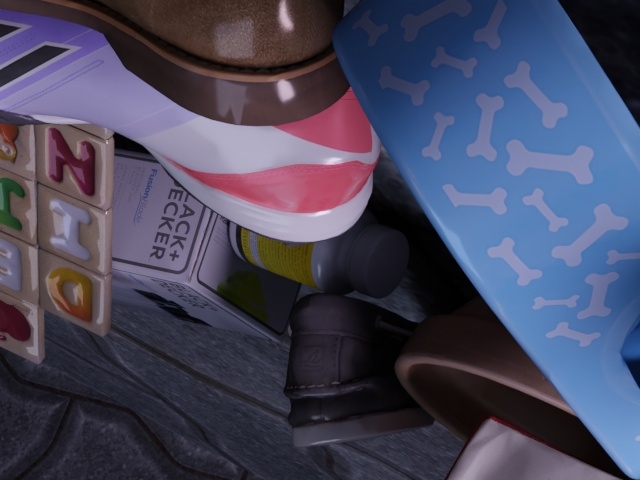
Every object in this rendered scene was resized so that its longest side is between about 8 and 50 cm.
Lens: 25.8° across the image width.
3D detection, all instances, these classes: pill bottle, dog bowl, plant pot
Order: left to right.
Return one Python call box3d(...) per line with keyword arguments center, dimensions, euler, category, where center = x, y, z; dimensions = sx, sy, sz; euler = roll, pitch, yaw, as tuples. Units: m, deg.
box3d(center=(0.000, 0.000, 0.947), dimensions=(0.116, 0.065, 0.065), euler=(20, 162, 36), category="pill bottle")
box3d(center=(0.100, -0.005, 0.556), dimensions=(0.297, 0.074, 0.166), euler=(46, -165, -48), category="dog bowl")
box3d(center=(0.170, 0.085, 0.806), dimensions=(0.237, 0.110, 0.237), euler=(28, 166, 8), category="plant pot")

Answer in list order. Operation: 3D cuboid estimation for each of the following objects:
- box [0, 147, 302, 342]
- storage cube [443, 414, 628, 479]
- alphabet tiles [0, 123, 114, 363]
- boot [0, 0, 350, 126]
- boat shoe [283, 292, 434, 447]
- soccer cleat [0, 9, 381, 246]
box3d(center=(-0.172, -0.010, 1.070), dimensions=(0.290, 0.087, 0.169), euler=(11, 166, 24), category="box")
box3d(center=(0.141, 0.240, 0.765), dimensions=(0.184, 0.215, 0.193), euler=(22, 157, 31), category="storage cube")
box3d(center=(-0.264, -0.071, 0.961), dimensions=(0.285, 0.011, 0.342), euler=(22, 131, 17), category="alphabet tiles")
box3d(center=(-0.107, -0.160, 0.631), dimensions=(0.305, 0.112, 0.115), euler=(26, 135, 33), category="boot")
box3d(center=(0.065, 0.084, 1.002), dimensions=(0.112, 0.095, 0.335), euler=(-9, 175, 20), category="boat shoe")
box3d(center=(-0.112, -0.109, 0.754), dimensions=(0.318, 0.108, 0.116), euler=(25, 139, 11), category="soccer cleat")
